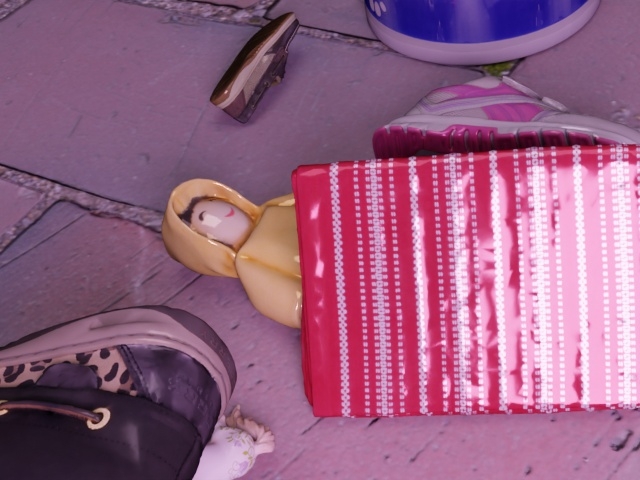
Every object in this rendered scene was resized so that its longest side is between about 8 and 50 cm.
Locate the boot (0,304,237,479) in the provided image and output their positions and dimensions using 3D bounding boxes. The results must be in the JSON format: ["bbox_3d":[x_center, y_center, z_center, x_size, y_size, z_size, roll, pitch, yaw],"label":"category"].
[{"bbox_3d":[-0.237,0.204,0.736,0.377,0.138,0.284,-18,33,14],"label":"boot"}]

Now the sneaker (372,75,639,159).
[{"bbox_3d":[0.178,-0.097,1.051,0.252,0.103,0.111,12,48,25],"label":"sneaker"}]

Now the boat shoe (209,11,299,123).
[{"bbox_3d":[-0.063,-0.184,1.251,0.056,0.049,0.152,-11,37,51],"label":"boat shoe"}]

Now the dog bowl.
[{"bbox_3d":[0.174,-0.308,1.288,0.265,0.104,0.265,-7,42,6],"label":"dog bowl"}]

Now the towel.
[{"bbox_3d":[0.114,0.032,0.878,0.275,0.199,0.031,-3,5,12],"label":"towel"}]

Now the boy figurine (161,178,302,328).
[{"bbox_3d":[0.000,0.000,0.999,0.285,0.092,0.177,11,49,20],"label":"boy figurine"}]

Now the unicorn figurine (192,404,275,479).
[{"bbox_3d":[-0.098,0.174,0.850,0.111,0.060,0.162,25,56,41],"label":"unicorn figurine"}]
